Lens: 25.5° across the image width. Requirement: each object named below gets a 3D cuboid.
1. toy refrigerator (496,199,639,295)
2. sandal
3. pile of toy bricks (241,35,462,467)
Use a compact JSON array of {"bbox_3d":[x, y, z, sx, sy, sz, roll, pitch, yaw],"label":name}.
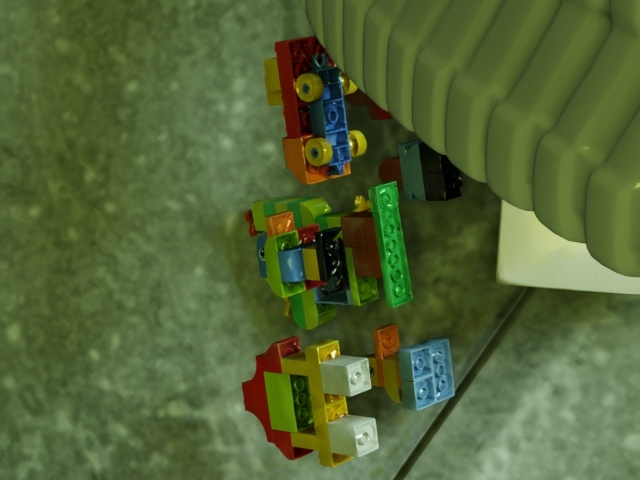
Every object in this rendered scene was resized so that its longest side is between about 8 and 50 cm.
[{"bbox_3d":[0.135,-0.113,0.693,0.094,0.102,0.269,4,96,10],"label":"toy refrigerator"},{"bbox_3d":[0.084,-0.115,0.590,0.416,0.102,0.169,56,143,42],"label":"sandal"},{"bbox_3d":[0.000,0.000,0.740,0.105,0.118,0.212,2,102,44],"label":"pile of toy bricks"}]
